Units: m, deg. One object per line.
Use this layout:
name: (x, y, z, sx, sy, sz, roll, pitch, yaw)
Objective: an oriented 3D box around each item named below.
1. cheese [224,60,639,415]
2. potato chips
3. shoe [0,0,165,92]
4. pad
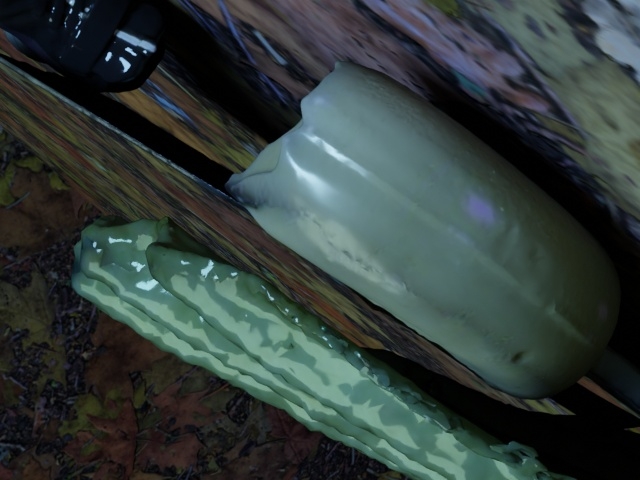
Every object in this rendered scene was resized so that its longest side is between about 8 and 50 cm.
cheese: (0.077, 0.024, 0.706, 0.249, 0.071, 0.163, 35, 178, -11)
potato chips: (0.086, 0.097, 0.828, 0.429, 0.070, 0.358, 27, 180, 0)
shoe: (-0.116, -0.111, 0.883, 0.099, 0.071, 0.169, 33, 176, 18)
pad: (0.000, 0.000, 0.939, 0.367, 0.007, 0.247, 32, -177, 14)
